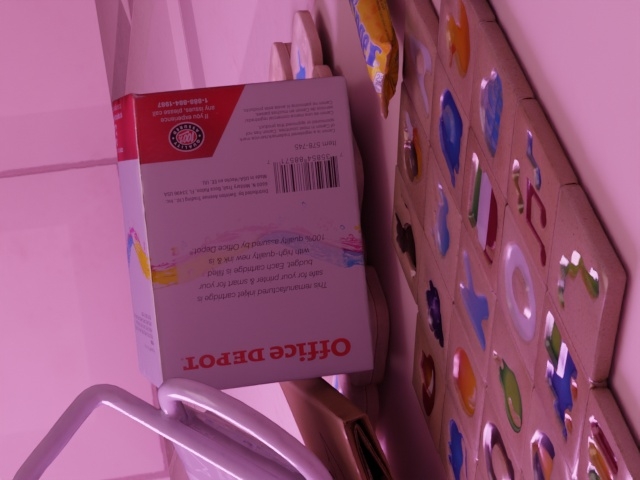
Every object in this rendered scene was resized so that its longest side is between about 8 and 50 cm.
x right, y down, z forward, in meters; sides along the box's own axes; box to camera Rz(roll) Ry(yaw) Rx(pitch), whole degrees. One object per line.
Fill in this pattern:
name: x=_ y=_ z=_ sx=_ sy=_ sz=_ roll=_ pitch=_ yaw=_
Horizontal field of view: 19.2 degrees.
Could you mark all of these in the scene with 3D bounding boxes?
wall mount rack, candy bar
wall mount rack: x=-0.018 y=0.222 z=1.090 sx=0.304 sy=0.130 sz=0.350 roll=30 pitch=161 yaw=18
candy bar: x=0.025 y=-0.125 z=1.015 sx=0.161 sy=0.018 sz=0.040 roll=-103 pitch=10 yaw=-52

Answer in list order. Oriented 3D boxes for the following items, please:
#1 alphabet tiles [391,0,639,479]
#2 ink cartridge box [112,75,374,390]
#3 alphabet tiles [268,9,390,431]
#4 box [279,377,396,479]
alphabet tiles: x=0.083 y=0.046 z=0.879 sx=0.342 sy=0.011 sz=0.285 roll=-109 pitch=15 yaw=-47
ink cartridge box: x=-0.049 y=-0.004 z=1.131 sx=0.127 sy=0.128 sz=0.176 roll=-172 pitch=77 yaw=-77
alphabet tiles: x=0.000 y=0.000 z=1.265 sx=0.284 sy=0.021 sz=0.278 roll=-108 pitch=17 yaw=-44
box: x=0.028 y=0.160 z=1.115 sx=0.201 sy=0.021 sz=0.164 roll=-154 pitch=41 yaw=-78
